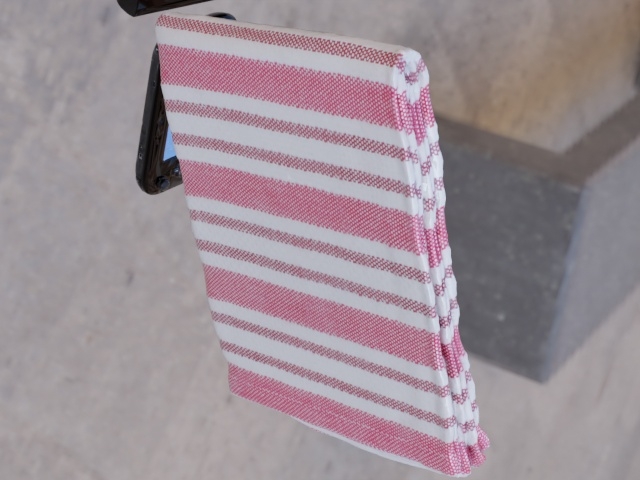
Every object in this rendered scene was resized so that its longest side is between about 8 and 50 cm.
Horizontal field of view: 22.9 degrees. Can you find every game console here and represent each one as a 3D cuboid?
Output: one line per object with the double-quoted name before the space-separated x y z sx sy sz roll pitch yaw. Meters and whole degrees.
"game console" -0.108 -0.204 1.555 0.213 0.044 0.361 -19 139 -36

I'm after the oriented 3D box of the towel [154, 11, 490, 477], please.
"towel" 0.000 0.000 0.664 0.029 0.144 0.197 -32 124 -38
